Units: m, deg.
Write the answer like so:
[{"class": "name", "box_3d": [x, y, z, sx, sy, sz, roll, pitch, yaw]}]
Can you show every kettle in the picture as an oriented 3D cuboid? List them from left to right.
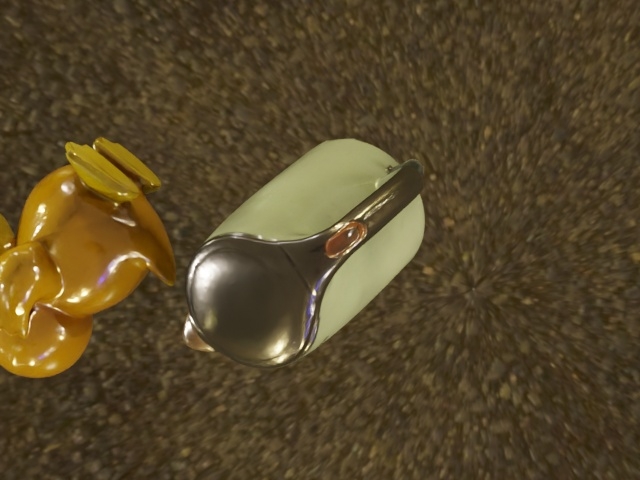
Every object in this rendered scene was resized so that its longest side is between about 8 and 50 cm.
[{"class": "kettle", "box_3d": [0.000, 0.000, 1.216, 0.240, 0.255, 0.165, -34, 92, 36]}]

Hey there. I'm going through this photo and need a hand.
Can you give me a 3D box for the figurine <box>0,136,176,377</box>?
[{"class": "figurine", "box_3d": [-0.259, 0.019, 1.233, 0.228, 0.215, 0.215, -27, 85, 10]}]
